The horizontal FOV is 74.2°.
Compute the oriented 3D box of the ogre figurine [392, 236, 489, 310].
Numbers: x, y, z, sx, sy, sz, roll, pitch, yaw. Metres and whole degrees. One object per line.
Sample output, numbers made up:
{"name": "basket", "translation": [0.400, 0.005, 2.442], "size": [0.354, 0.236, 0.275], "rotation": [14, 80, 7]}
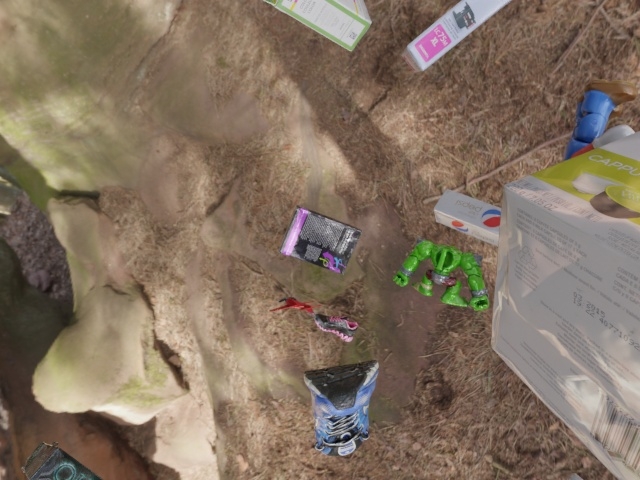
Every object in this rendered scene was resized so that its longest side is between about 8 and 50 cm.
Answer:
{"name": "ogre figurine", "translation": [0.262, 0.067, 0.896], "size": [0.197, 0.097, 0.118], "rotation": [26, 113, 44]}

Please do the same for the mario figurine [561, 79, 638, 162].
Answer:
{"name": "mario figurine", "translation": [0.525, -0.125, 0.815], "size": [0.170, 0.198, 0.320], "rotation": [26, 100, 55]}

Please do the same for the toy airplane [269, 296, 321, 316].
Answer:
{"name": "toy airplane", "translation": [-0.059, 0.174, 1.133], "size": [0.151, 0.151, 0.028], "rotation": [7, 101, 28]}

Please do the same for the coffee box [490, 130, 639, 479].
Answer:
{"name": "coffee box", "translation": [0.472, 0.079, 0.544], "size": [0.335, 0.338, 0.337], "rotation": [-21, 36, -10]}

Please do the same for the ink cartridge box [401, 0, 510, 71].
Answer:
{"name": "ink cartridge box", "translation": [0.297, -0.441, 0.791], "size": [0.311, 0.185, 0.065], "rotation": [-38, 102, 19]}

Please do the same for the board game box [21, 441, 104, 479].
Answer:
{"name": "board game box", "translation": [-0.146, 0.224, 0.331], "size": [0.186, 0.026, 0.126], "rotation": [46, 140, -13]}

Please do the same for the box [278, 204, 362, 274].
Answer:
{"name": "box", "translation": [0.000, 0.000, 0.970], "size": [0.162, 0.029, 0.116], "rotation": [20, 105, -11]}

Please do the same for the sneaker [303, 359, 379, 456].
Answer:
{"name": "sneaker", "translation": [0.045, 0.297, 0.744], "size": [0.130, 0.330, 0.147], "rotation": [-9, 67, -1]}

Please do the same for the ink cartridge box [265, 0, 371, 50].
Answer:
{"name": "ink cartridge box", "translation": [-0.022, -0.412, 0.702], "size": [0.062, 0.209, 0.109], "rotation": [-47, 38, 40]}

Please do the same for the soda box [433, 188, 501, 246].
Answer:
{"name": "soda box", "translation": [0.404, -0.053, 1.080], "size": [0.216, 0.069, 0.074], "rotation": [27, 75, 31]}

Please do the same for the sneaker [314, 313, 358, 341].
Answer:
{"name": "sneaker", "translation": [0.041, 0.203, 1.047], "size": [0.057, 0.119, 0.047], "rotation": [-54, 21, 24]}

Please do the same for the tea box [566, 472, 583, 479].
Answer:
{"name": "tea box", "translation": [0.495, 0.696, 0.808], "size": [0.329, 0.323, 0.220], "rotation": [-40, 35, -8]}
